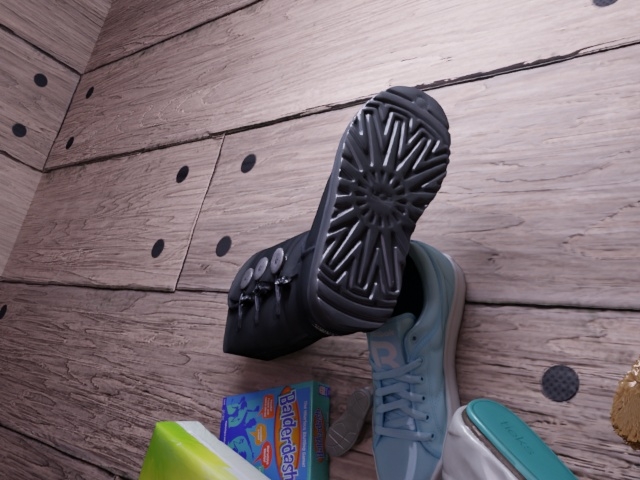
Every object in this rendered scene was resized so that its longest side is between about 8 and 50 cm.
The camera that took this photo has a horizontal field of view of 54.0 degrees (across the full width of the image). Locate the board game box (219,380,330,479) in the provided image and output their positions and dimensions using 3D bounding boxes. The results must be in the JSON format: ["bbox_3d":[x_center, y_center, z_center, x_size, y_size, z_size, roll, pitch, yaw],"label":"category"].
[{"bbox_3d":[-0.080,0.324,1.022,0.210,0.047,0.160,-20,56,34],"label":"board game box"}]

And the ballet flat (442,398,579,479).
[{"bbox_3d":[0.267,0.334,0.656,0.139,0.139,0.400,-54,39,6],"label":"ballet flat"}]

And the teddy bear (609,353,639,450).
[{"bbox_3d":[0.418,0.074,0.614,0.245,0.113,0.337,179,111,-75],"label":"teddy bear"}]

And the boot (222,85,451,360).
[{"bbox_3d":[-0.001,0.002,0.981,0.366,0.146,0.445,-66,12,-23],"label":"boot"}]

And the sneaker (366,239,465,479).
[{"bbox_3d":[0.106,0.169,0.859,0.135,0.150,0.365,-14,58,39],"label":"sneaker"}]

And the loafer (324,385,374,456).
[{"bbox_3d":[0.050,0.271,0.942,0.045,0.039,0.125,37,112,26],"label":"loafer"}]

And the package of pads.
[{"bbox_3d":[-0.172,0.445,0.960,0.297,0.101,0.229,23,96,40],"label":"package of pads"}]
